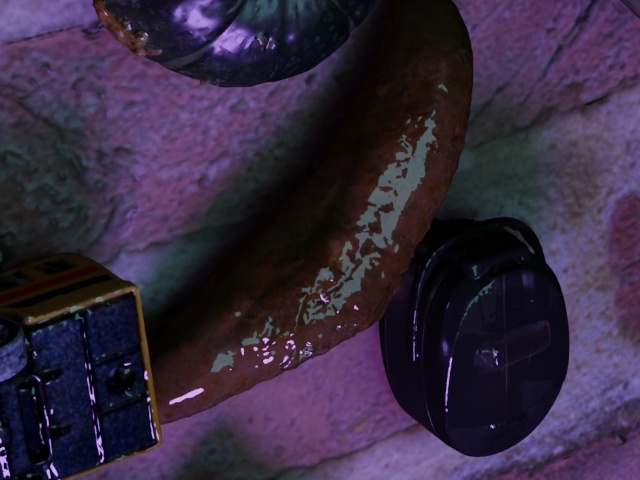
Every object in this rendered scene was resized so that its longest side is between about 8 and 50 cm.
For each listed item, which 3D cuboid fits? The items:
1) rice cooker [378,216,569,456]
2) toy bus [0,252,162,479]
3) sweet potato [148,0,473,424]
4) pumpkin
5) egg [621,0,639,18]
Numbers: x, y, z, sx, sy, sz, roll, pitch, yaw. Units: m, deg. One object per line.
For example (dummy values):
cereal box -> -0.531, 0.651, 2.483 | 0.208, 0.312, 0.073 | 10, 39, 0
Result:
rice cooker -> 0.100, 0.061, 1.312 | 0.112, 0.106, 0.165 | -17, 113, -26
toy bus -> -0.258, 0.109, 1.090 | 0.336, 0.123, 0.121 | -18, 119, -25
sweet potato -> 0.004, 0.001, 1.239 | 0.114, 0.092, 0.341 | 37, 86, -12
pumpkin -> -0.049, -0.176, 1.098 | 0.190, 0.146, 0.190 | -2, 106, -9
egg -> 0.284, -0.291, 1.146 | 0.345, 0.345, 0.428 | -36, 111, -16
